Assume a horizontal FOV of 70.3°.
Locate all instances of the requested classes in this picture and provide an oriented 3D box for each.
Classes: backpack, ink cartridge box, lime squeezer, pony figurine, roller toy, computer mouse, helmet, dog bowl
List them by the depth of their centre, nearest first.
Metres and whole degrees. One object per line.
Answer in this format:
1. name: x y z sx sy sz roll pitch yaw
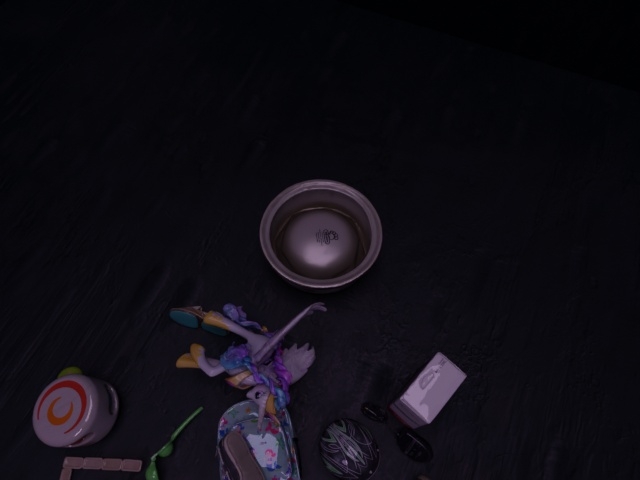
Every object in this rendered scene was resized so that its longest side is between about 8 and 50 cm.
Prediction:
1. backpack: -0.173 0.566 1.250 0.226 0.191 0.253 -9 59 -5
2. helmet: 0.079 0.579 1.255 0.170 0.161 0.169 1 64 -1
3. lime squeezer: -0.426 0.620 1.281 0.110 0.058 0.310 9 63 3
4. pony figurine: -0.171 0.318 1.286 0.364 0.302 0.351 24 44 26
5. roller toy: -0.687 0.486 1.290 0.191 0.146 0.209 18 70 17
6. ink cartridge box: 0.295 0.433 1.291 0.100 0.237 0.172 40 70 17
7. computer mouse: 0.226 0.556 1.337 0.242 0.071 0.041 37 27 19
8. dog bowl: 0.000 0.000 1.547 0.409 0.150 0.407 1 63 -1

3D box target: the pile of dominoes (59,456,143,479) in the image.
1. pile of dominoes: -0.606 0.710 1.256 0.252 0.040 0.195 -1 64 7

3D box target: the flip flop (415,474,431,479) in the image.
1. flip flop: 0.392 0.716 1.238 0.277 0.112 0.080 28 52 18

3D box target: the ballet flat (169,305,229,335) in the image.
1. ballet flat: -0.381 0.251 1.469 0.207 0.073 0.067 19 37 5

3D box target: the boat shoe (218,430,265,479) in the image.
1. boat shoe: -0.195 0.579 1.123 0.075 0.065 0.205 -10 68 -49
